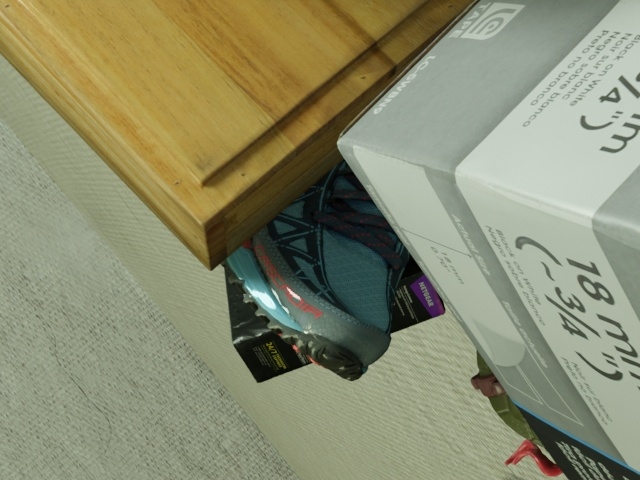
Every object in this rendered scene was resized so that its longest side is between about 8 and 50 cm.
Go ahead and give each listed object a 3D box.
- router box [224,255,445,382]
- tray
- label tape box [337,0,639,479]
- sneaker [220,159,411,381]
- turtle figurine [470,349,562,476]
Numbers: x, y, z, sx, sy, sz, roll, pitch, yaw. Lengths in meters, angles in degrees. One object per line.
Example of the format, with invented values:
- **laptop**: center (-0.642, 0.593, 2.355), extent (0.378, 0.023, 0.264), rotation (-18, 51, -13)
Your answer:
- **router box**: center (0.000, 0.000, 0.835), extent (0.179, 0.133, 0.046), rotation (-102, -12, -49)
- **tray**: center (-0.124, -0.200, 0.685), extent (0.411, 0.203, 0.076), rotation (45, 164, 15)
- **label tape box**: center (0.177, 0.045, 0.407), extent (0.240, 0.106, 0.334), rotation (53, 166, -28)
- **sneaker**: center (0.015, -0.037, 0.708), extent (0.104, 0.125, 0.261), rotation (35, -151, -27)
- **turtle figurine**: center (0.147, 0.061, 0.755), extent (0.234, 0.118, 0.175), rotation (58, 159, -4)
